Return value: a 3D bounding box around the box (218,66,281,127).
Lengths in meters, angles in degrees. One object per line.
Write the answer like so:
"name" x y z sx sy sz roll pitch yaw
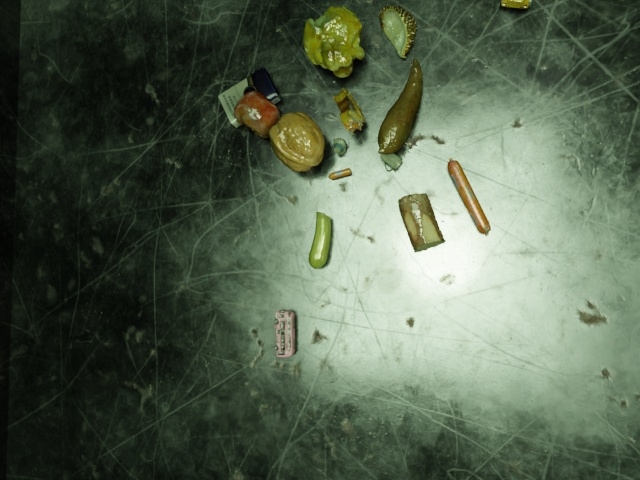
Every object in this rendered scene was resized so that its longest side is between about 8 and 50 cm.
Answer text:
"box" -0.329 -0.664 1.962 0.259 0.071 0.168 -29 80 12

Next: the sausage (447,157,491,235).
"sausage" 0.593 -0.178 1.690 0.053 0.053 0.348 -25 80 12

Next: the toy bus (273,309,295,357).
"toy bus" -0.156 0.407 1.842 0.090 0.063 0.203 -3 87 12

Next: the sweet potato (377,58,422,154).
"sweet potato" 0.342 -0.534 1.743 0.130 0.130 0.423 23 86 15

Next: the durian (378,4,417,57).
"durian" 0.331 -0.912 1.794 0.139 0.144 0.252 -39 82 31

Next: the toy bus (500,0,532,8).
"toy bus" 0.819 -1.101 1.664 0.121 0.123 0.336 17 90 15

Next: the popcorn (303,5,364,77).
"popcorn" 0.070 -0.848 1.793 0.276 0.225 0.276 27 131 36

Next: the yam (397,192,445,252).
"yam" 0.402 -0.080 1.701 0.128 0.129 0.238 -27 77 47

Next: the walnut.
"walnut" -0.096 -0.418 1.806 0.257 0.257 0.224 53 132 12

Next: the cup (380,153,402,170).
"cup" 0.297 -0.340 1.790 0.083 0.075 0.054 41 60 17

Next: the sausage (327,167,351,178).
"sausage" 0.081 -0.291 1.847 0.107 0.031 0.031 -12 83 14

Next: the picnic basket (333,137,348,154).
"picnic basket" 0.085 -0.416 1.844 0.065 0.083 0.083 7 44 16

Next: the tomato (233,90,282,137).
"tomato" -0.279 -0.550 1.859 0.214 0.155 0.181 31 104 -9

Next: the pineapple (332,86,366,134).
"pineapple" 0.131 -0.537 1.804 0.079 0.135 0.233 -33 50 31

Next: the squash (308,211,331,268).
"squash" 0.000 0.000 1.822 0.083 0.083 0.250 7 85 15
